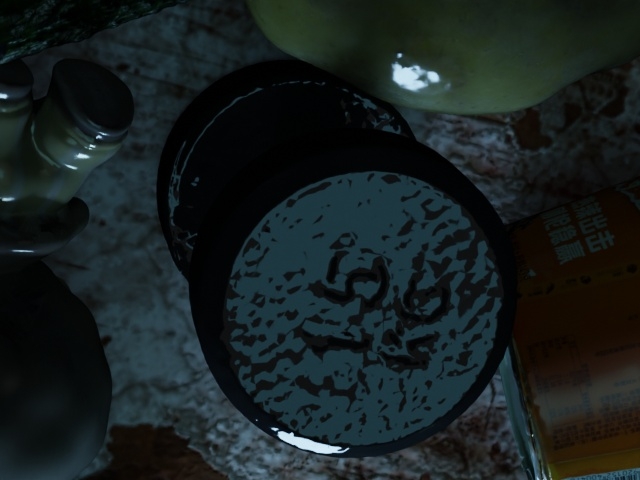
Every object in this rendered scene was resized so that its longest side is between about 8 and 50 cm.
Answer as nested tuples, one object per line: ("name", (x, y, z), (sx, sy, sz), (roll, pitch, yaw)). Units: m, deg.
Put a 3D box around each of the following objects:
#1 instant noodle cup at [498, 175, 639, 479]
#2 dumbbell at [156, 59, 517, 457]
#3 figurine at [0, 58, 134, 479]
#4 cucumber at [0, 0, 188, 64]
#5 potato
("instant noodle cup", (0.241, 0.078, 1.337), (0.214, 0.296, 0.296), (-13, 107, 2))
("dumbbell", (0.000, 0.000, 1.237), (0.203, 0.322, 0.204), (-3, 105, -9))
("figurine", (-0.235, 0.047, 1.240), (0.248, 0.203, 0.381), (-4, 124, -41))
("cucumber", (-0.148, -0.172, 1.204), (0.067, 0.293, 0.068), (15, 118, 31))
("potato", (0.082, -0.212, 1.246), (0.326, 0.221, 0.243), (7, 102, -22))
